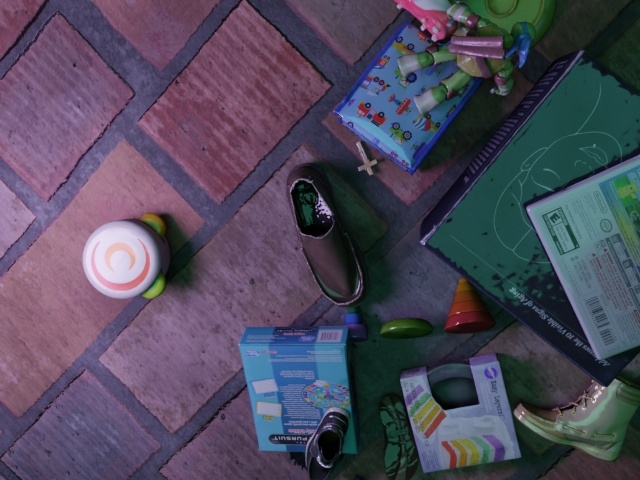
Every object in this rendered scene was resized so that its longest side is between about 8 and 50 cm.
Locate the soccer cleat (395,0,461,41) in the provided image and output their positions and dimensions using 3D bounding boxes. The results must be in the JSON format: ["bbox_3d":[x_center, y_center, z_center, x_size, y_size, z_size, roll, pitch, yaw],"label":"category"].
[{"bbox_3d":[0.214,-0.545,1.478,0.095,0.083,0.248,-39,78,-6],"label":"soccer cleat"}]

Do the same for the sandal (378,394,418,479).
[{"bbox_3d":[0.191,0.496,1.695,0.090,0.060,0.219,-13,84,6],"label":"sandal"}]

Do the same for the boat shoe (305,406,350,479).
[{"bbox_3d":[0.010,0.509,1.629,0.084,0.079,0.233,16,121,-1],"label":"boat shoe"}]

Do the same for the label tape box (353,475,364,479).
[{"bbox_3d":[0.108,0.814,1.740,0.241,0.106,0.333,30,105,4],"label":"label tape box"}]

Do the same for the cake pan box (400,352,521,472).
[{"bbox_3d":[0.340,0.416,1.646,0.246,0.070,0.266,-12,98,10],"label":"cake pan box"}]

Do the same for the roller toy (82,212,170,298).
[{"bbox_3d":[-0.476,0.040,1.676,0.191,0.146,0.209,-4,94,1],"label":"roller toy"}]

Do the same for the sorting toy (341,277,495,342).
[{"bbox_3d":[0.226,0.163,1.618,0.366,0.127,0.126,-7,70,14],"label":"sorting toy"}]

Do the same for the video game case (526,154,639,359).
[{"bbox_3d":[0.589,0.021,1.246,0.300,0.036,0.329,-25,95,14],"label":"video game case"}]

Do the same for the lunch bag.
[{"bbox_3d":[0.206,-0.330,1.509,0.221,0.138,0.293,37,95,4],"label":"lunch bag"}]

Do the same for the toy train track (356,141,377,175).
[{"bbox_3d":[0.106,-0.195,1.600,0.048,0.014,0.083,-23,90,20],"label":"toy train track"}]

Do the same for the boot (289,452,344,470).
[{"bbox_3d":[-0.012,0.555,1.746,0.121,0.045,0.099,-40,90,16],"label":"boot"}]

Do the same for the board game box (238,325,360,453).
[{"bbox_3d":[-0.044,0.367,1.651,0.254,0.079,0.336,-1,118,10],"label":"board game box"}]

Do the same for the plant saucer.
[{"bbox_3d":[0.394,-0.521,1.476,0.241,0.037,0.241,2,101,10],"label":"plant saucer"}]

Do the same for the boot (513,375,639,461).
[{"bbox_3d":[0.606,0.381,1.577,0.262,0.095,0.203,21,104,4],"label":"boot"}]

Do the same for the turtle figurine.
[{"bbox_3d":[0.309,-0.383,1.408,0.266,0.274,0.198,-23,134,18],"label":"turtle figurine"}]

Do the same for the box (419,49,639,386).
[{"bbox_3d":[0.539,-0.051,1.405,0.480,0.297,0.471,39,103,1],"label":"box"}]

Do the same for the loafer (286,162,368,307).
[{"bbox_3d":[0.000,0.000,1.593,0.134,0.130,0.366,-23,96,13],"label":"loafer"}]
